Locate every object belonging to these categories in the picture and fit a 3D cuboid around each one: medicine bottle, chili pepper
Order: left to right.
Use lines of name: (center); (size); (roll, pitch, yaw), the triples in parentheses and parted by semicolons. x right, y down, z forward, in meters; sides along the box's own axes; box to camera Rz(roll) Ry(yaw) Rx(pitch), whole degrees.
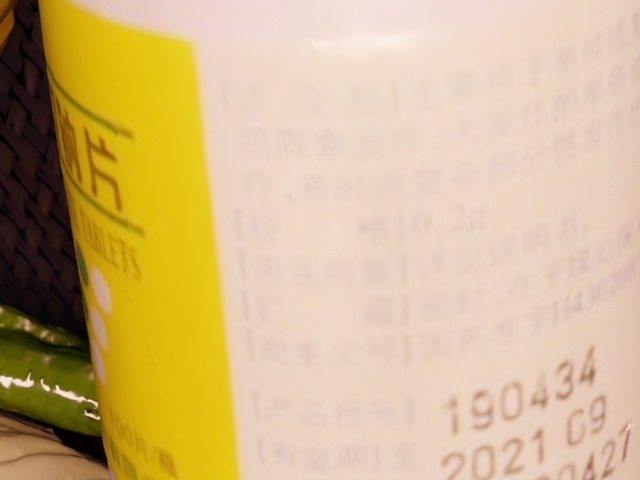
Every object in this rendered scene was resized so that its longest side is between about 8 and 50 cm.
chili pepper: (-0.230, 0.015, 0.950); (0.359, 0.076, 0.085); (28, -178, -11)
medicine bottle: (0.015, -0.068, 0.657); (0.213, 0.213, 0.378); (21, 127, 38)

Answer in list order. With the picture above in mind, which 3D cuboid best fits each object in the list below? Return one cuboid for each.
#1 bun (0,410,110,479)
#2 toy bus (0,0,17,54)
bun: (-0.142, 0.177, 0.997); (0.244, 0.153, 0.244); (44, 180, 0)
toy bus: (-0.251, -0.061, 1.015); (0.123, 0.121, 0.335); (32, 139, -2)
